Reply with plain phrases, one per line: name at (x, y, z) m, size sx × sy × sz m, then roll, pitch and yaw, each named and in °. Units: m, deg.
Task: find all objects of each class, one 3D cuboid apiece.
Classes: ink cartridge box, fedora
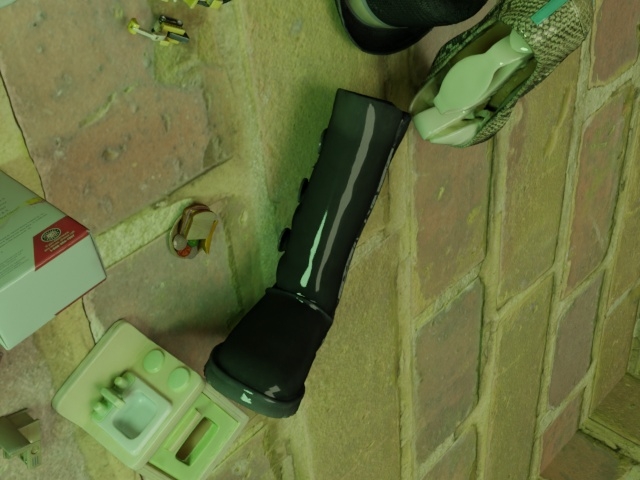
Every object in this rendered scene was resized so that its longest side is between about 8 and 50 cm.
ink cartridge box at (-0.328, 0.013, 0.875) m, size 0.127 × 0.175 × 0.072 m, roll -40°, pitch 141°, yaw -29°
fedora at (0.172, -0.411, 1.257) m, size 0.334 × 0.152 × 0.334 m, roll -30°, pitch 133°, yaw -38°

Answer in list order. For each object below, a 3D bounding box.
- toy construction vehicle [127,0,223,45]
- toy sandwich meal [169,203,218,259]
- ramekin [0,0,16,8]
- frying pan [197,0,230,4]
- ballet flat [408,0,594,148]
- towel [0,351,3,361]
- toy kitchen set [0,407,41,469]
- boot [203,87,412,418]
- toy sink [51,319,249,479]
toy construction vehicle at (-0.168, -0.266, 0.989) m, size 0.098 × 0.035 × 0.086 m, roll 3°, pitch 138°, yaw -49°
toy sandwich meal at (-0.174, -0.010, 1.179) m, size 0.085 × 0.029 × 0.085 m, roll -30°, pitch 133°, yaw -38°
ramekin at (-0.334, -0.331, 0.692) m, size 0.273 × 0.127 × 0.273 m, roll -30°, pitch 134°, yaw -37°
frying pan at (-0.153, -0.376, 0.965) m, size 0.326 × 0.053 × 0.197 m, roll -4°, pitch 114°, yaw -54°
ballet flat at (0.234, -0.242, 1.306) m, size 0.182 × 0.164 × 0.483 m, roll -40°, pitch 177°, yaw -20°
towel at (-0.416, 0.157, 0.996) m, size 0.083 × 0.009 × 0.060 m, roll 13°, pitch 102°, yaw -53°
toy kitchen set at (-0.385, 0.269, 1.056) m, size 0.083 × 0.068 × 0.075 m, roll -21°, pitch 127°, yaw -43°
boot at (0.000, 0.000, 1.225) m, size 0.367 × 0.146 × 0.445 m, roll -58°, pitch 173°, yaw -82°
toy sink at (-0.227, 0.242, 1.184) m, size 0.153 × 0.131 × 0.234 m, roll -53°, pitch 143°, yaw -15°
